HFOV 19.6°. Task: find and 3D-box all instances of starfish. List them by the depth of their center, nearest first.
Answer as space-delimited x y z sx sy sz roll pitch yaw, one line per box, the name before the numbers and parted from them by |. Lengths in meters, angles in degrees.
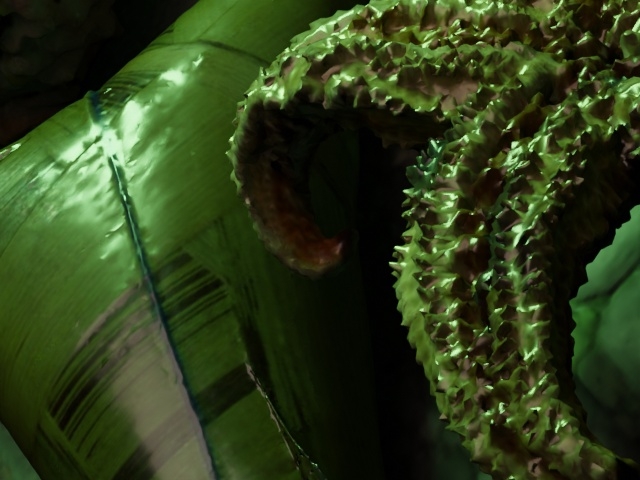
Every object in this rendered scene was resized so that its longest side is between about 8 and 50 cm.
starfish | 0.118 -0.058 0.617 0.303 0.113 0.312 30 74 41

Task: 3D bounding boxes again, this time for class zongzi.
zongzi | 0.000 0.000 0.729 0.289 0.123 0.260 -41 56 -3

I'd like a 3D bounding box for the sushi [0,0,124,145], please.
sushi | -0.221 -0.163 0.913 0.270 0.236 0.170 -13 54 42
